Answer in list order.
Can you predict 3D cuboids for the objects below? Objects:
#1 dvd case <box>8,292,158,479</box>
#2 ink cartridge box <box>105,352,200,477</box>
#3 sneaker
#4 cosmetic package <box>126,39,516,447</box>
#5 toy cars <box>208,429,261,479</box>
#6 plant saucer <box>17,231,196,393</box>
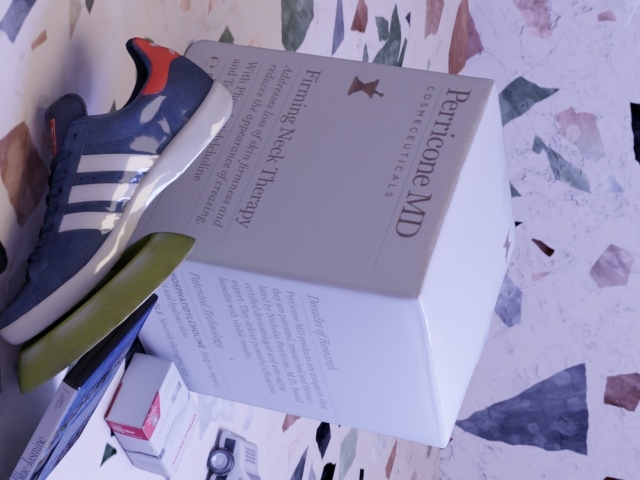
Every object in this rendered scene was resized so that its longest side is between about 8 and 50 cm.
[{"bbox_3d":[-0.261,0.179,1.700,0.253,0.022,0.180,-58,177,37],"label":"dvd case"},{"bbox_3d":[-0.206,0.217,1.999,0.135,0.056,0.099,72,34,-53],"label":"ink cartridge box"},{"bbox_3d":[-0.248,-0.060,1.674,0.350,0.148,0.131,-54,-166,-15],"label":"sneaker"},{"bbox_3d":[0.000,0.000,1.960,0.327,0.393,0.329,74,31,-51],"label":"cosmetic package"},{"bbox_3d":[-0.153,0.428,2.213,0.394,0.087,0.176,-57,151,-48],"label":"toy cars"},{"bbox_3d":[-0.232,0.065,1.683,0.037,0.241,0.241,49,38,-10],"label":"plant saucer"}]
